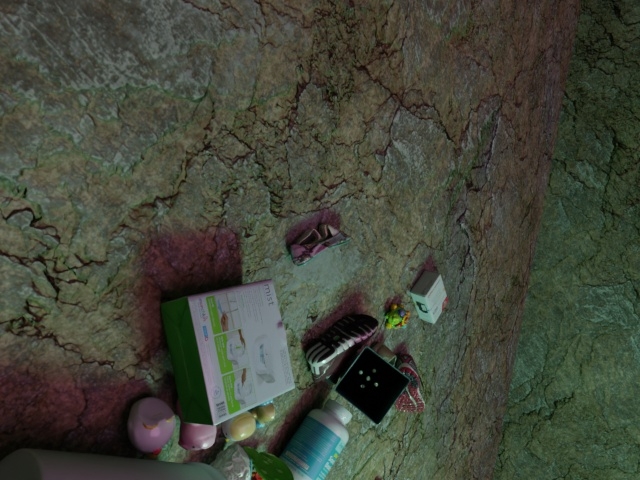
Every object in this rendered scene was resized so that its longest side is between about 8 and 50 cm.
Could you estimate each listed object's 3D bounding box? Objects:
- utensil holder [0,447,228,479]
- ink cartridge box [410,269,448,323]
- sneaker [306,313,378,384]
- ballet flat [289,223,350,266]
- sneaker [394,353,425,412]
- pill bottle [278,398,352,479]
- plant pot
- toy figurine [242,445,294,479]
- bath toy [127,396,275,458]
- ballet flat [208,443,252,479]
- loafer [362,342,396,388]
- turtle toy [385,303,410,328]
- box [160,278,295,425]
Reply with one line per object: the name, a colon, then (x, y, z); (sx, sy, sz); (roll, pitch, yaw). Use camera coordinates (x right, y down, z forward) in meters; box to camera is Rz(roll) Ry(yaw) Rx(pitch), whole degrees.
utensil holder: (-0.386, 0.551, 0.817); (0.385, 0.328, 0.327); (37, 74, -42)
ink cartridge box: (0.434, 0.222, 1.832); (0.127, 0.072, 0.175); (-49, 133, -26)
sneaker: (0.069, 0.353, 1.459); (0.281, 0.106, 0.162); (-23, 126, -33)
ballet flat: (0.000, 0.000, 1.286); (0.222, 0.077, 0.079); (-25, 100, -41)
sneaker: (0.356, 0.579, 1.832); (0.112, 0.121, 0.299); (-74, 160, -51)
pill bottle: (-0.012, 0.620, 1.401); (0.264, 0.146, 0.146); (-52, 134, -24)
plant pot: (0.159, 0.449, 1.476); (0.165, 0.165, 0.234); (-52, 170, -7)
toy figurine: (-0.187, 0.675, 1.257); (0.159, 0.173, 0.130); (-57, -177, 4)
bath toy: (-0.273, 0.415, 1.064); (0.348, 0.151, 0.129); (3, 122, -44)
ballet flat: (-0.294, 0.701, 1.111); (0.147, 0.147, 0.408); (32, 77, -48)
loafer: (0.216, 0.505, 1.662); (0.102, 0.092, 0.268); (-14, 112, -45)
turtle toy: (0.281, 0.284, 1.685); (0.130, 0.066, 0.095); (13, 92, -49)
box: (-0.197, 0.235, 1.020); (0.231, 0.127, 0.261); (-10, 85, -48)
